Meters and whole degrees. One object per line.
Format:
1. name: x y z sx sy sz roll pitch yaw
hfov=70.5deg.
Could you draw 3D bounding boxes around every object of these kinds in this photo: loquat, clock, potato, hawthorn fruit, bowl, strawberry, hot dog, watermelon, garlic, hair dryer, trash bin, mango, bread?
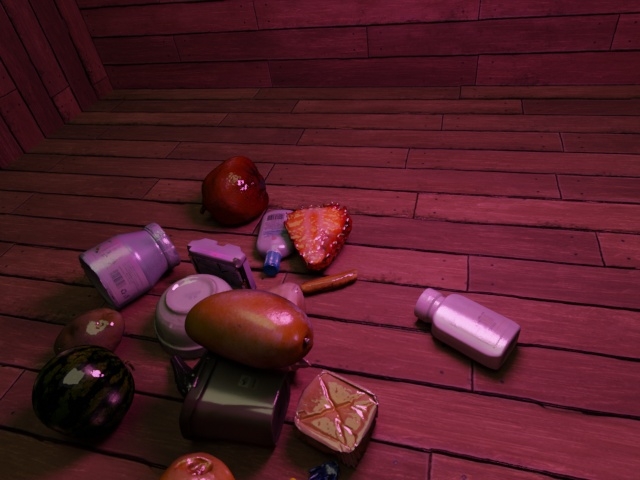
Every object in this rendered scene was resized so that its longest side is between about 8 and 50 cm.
1. loquat: -0.289 0.609 1.042 0.213 0.213 0.213 -5 41 4
2. clock: -0.359 0.094 1.660 0.253 0.186 0.083 13 47 23
3. potato: -0.763 0.320 1.501 0.235 0.160 0.178 -21 17 0
4. hawthorn fruit: -0.371 -0.213 1.970 0.311 0.295 0.295 -5 34 43
5. bowl: -0.423 0.231 1.541 0.307 0.163 0.307 -3 41 2
6. strawberry: 0.014 -0.011 1.753 0.253 0.150 0.280 -22 55 -9
7. hot dog: 0.034 0.153 1.627 0.215 0.047 0.066 -15 4 -9
8. watermelon: -0.673 0.424 1.292 0.268 0.269 0.269 -5 41 4
9. garlic: -0.157 0.273 1.426 0.286 0.249 0.313 -42 38 29
10. hair dryer: -0.370 0.356 1.384 0.219 0.075 0.195 -55 43 1
11. trash bin: -0.223 0.436 1.232 0.250 0.219 0.220 8 44 9
12. mango: -0.198 0.229 1.210 0.383 0.199 0.221 3 -1 24
13. bread: 0.042 0.471 1.211 0.209 0.110 0.192 15 52 26

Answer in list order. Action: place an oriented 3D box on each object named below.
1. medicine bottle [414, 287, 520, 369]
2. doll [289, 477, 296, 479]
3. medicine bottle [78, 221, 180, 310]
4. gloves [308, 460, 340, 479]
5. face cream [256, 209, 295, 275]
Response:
1. medicine bottle: 0.439 0.258 1.387 0.296 0.111 0.161 28 51 32
2. doll: -0.065 0.666 1.014 0.098 0.135 0.241 11 37 -21
3. medicine bottle: -0.702 0.086 1.694 0.245 0.245 0.290 29 50 36
4. gloves: 0.010 0.593 1.136 0.086 0.026 0.064 -20 44 -13
5. face cream: -0.175 0.003 1.812 0.163 0.080 0.337 -2 41 6
